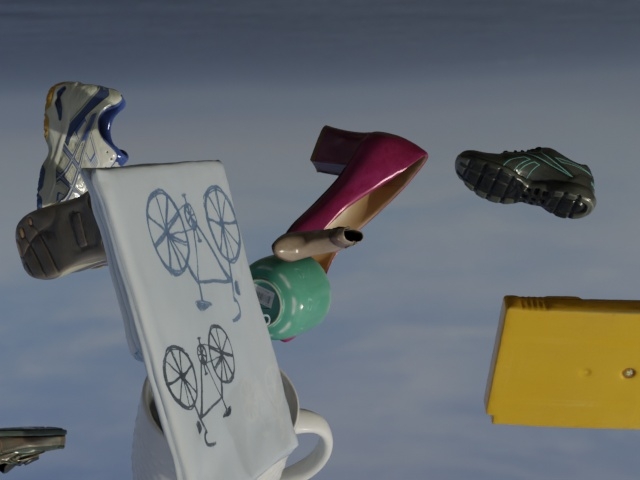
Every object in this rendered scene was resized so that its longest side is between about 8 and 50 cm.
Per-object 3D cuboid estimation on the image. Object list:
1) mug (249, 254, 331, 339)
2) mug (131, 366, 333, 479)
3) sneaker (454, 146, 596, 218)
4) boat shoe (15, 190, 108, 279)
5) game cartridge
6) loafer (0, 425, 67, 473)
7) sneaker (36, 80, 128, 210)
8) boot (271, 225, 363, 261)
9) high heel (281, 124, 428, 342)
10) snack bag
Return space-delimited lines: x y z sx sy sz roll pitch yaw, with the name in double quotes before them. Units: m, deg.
"mug" -0.073 0.091 1.989 0.158 0.129 0.097 -30 173 32
"mug" -0.158 0.388 2.365 0.374 0.328 0.276 -2 -136 -20
"sneaker" 0.378 -0.120 2.406 0.267 0.106 0.101 17 146 -2
"boat shoe" -0.281 -0.030 1.908 0.355 0.132 0.130 -10 -179 28
"game cartridge" 0.462 0.216 2.301 0.324 0.285 0.052 3 -142 -2
"loafer" -0.558 0.360 2.202 0.268 0.084 0.096 2 174 -32
"sneaker" -0.379 -0.109 2.109 0.131 0.296 0.112 3 180 4
"boot" 0.000 0.000 1.814 0.087 0.042 0.118 -13 179 36
"high heel" 0.042 -0.004 2.120 0.181 0.377 0.127 13 174 17
"snack bag" -0.115 0.086 1.275 0.037 0.342 0.323 -16 -179 15
